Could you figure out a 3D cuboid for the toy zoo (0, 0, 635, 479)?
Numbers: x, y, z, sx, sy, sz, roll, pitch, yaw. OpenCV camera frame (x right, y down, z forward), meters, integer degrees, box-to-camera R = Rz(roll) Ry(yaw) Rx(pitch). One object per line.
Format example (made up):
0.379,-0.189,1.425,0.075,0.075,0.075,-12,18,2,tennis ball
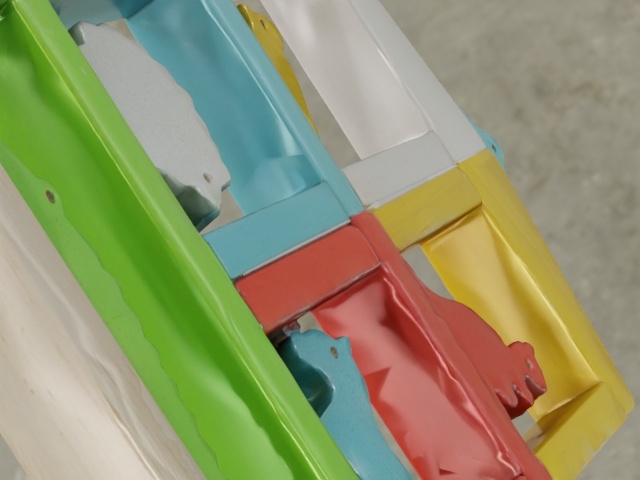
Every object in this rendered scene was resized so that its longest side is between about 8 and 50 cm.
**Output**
0.000,0.000,0.492,0.030,0.293,0.192,-35,86,26,toy zoo
